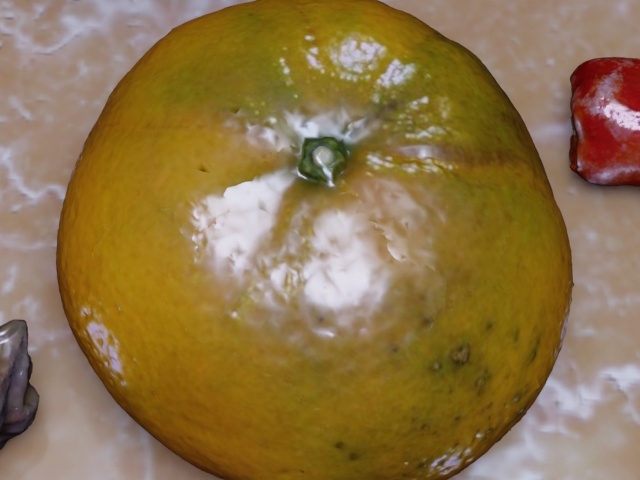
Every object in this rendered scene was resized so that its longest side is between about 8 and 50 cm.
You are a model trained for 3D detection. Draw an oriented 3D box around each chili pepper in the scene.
[{"bbox_3d":[0.184,-0.054,0.832,0.123,0.070,0.073,10,85,-4],"label":"chili pepper"}]

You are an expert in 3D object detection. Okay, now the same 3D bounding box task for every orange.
[{"bbox_3d":[0.000,0.000,0.736,0.240,0.171,0.240,2,69,-7],"label":"orange"}]

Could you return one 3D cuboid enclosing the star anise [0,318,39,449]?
[{"bbox_3d":[-0.195,0.131,0.711,0.214,0.099,0.220,27,63,-10],"label":"star anise"}]
